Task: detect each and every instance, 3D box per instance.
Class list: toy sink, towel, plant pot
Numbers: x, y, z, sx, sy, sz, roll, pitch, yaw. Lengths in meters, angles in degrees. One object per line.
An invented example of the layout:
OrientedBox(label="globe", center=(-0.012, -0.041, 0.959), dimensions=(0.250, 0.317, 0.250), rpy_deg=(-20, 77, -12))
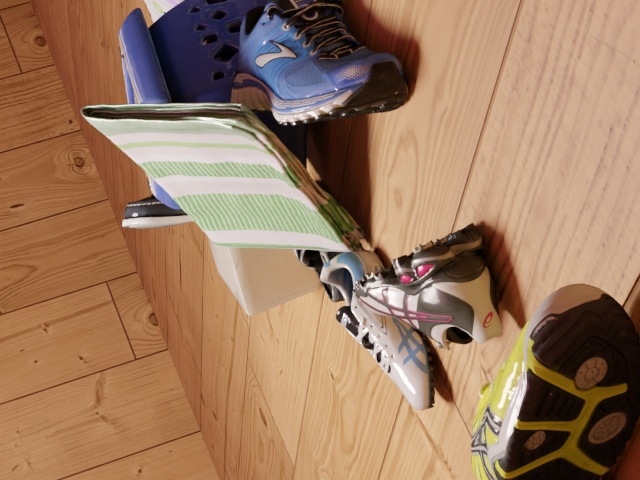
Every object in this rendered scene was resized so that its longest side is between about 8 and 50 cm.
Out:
OrientedBox(label="toy sink", center=(-0.097, -0.037, 2.169), dimensions=(0.153, 0.131, 0.234), rpy_deg=(-132, 23, -57))
OrientedBox(label="towel", center=(-0.114, -0.073, 1.828), dimensions=(0.325, 0.247, 0.038), rpy_deg=(46, -126, -50))
OrientedBox(label="plant pot", center=(-0.148, -0.190, 1.974), dimensions=(0.236, 0.212, 0.236), rpy_deg=(89, 166, -46))

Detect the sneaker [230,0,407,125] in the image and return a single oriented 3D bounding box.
OrientedBox(label="sneaker", center=(-0.016, -0.213, 1.666), dimensions=(0.330, 0.129, 0.147), rpy_deg=(20, 117, 58))

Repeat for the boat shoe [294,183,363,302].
OrientedBox(label="boat shoe", center=(0.000, 0.000, 1.974), dimensions=(0.219, 0.070, 0.078), rpy_deg=(-123, 22, -45))

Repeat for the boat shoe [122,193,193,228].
OrientedBox(label="boat shoe", center=(-0.207, -0.074, 2.289), dimensions=(0.302, 0.114, 0.091), rpy_deg=(-15, -79, -63))

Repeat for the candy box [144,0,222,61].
OrientedBox(label="candy box", center=(-0.188, -0.346, 2.096), dimensions=(0.165, 0.070, 0.196), rpy_deg=(38, 159, 35))

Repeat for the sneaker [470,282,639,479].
OrientedBox(label="sneaker", center=(0.192, 0.165, 1.339), dimensions=(0.385, 0.145, 0.147), rpy_deg=(92, 155, -47))

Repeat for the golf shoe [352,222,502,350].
OrientedBox(label="golf shoe", center=(0.114, 0.068, 1.593), dimensions=(0.120, 0.105, 0.273), rpy_deg=(65, 165, 2))

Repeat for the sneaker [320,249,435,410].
OrientedBox(label="sneaker", center=(0.073, 0.115, 1.820), dimensions=(0.085, 0.086, 0.237), rpy_deg=(97, 150, -54))
